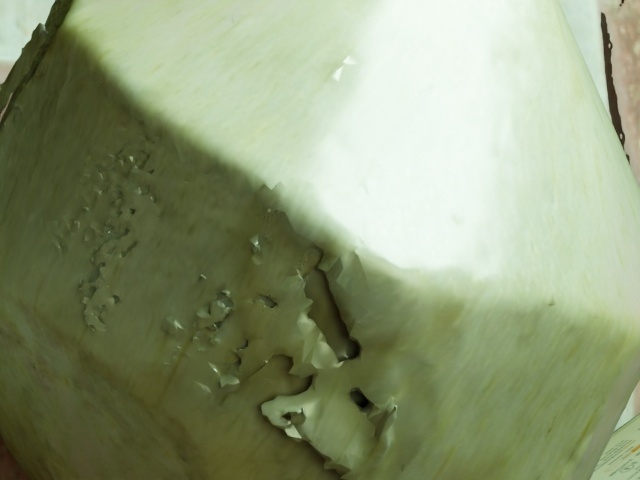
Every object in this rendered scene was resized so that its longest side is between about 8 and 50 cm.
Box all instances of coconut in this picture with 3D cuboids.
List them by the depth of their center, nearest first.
[{"bbox_3d":[0.000,0.000,0.833,0.352,0.352,0.353,3,83,-31],"label":"coconut"}]

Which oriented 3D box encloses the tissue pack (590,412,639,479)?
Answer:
[{"bbox_3d":[0.199,0.179,1.053,0.234,0.159,0.125,-31,101,-30],"label":"tissue pack"}]
